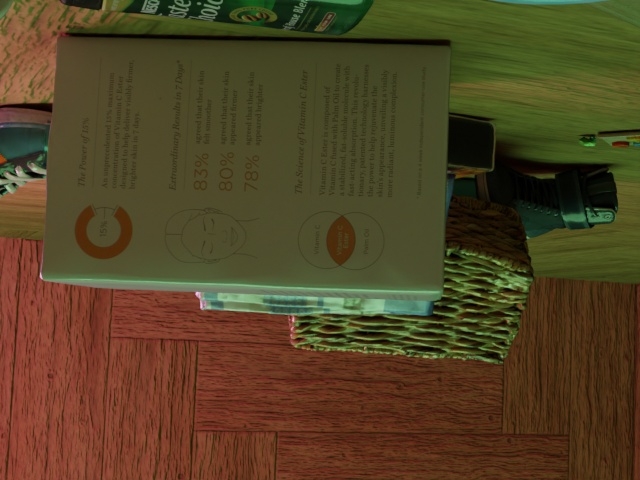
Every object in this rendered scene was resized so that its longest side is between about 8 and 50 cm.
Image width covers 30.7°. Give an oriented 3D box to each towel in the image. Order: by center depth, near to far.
[{"bbox_3d":[0.000,0.000,1.333,0.285,0.209,0.034,3,-145,-3],"label":"towel"}]

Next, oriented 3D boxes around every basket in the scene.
[{"bbox_3d":[0.109,0.004,1.500,0.299,0.223,0.213,4,132,-2],"label":"basket"}]

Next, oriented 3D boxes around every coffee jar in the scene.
[{"bbox_3d":[-0.063,-0.166,0.657,0.184,0.079,0.096,4,174,-12],"label":"coffee jar"}]

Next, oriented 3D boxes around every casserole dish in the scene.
[{"bbox_3d":[0.247,-0.068,1.782,0.188,0.037,0.114,4,175,-12],"label":"casserole dish"}]

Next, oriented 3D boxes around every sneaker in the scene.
[{"bbox_3d":[-0.391,-0.089,1.386,0.302,0.121,0.108,0,174,22],"label":"sneaker"},{"bbox_3d":[0.304,-0.067,1.553,0.163,0.086,0.226,-10,161,26],"label":"sneaker"}]

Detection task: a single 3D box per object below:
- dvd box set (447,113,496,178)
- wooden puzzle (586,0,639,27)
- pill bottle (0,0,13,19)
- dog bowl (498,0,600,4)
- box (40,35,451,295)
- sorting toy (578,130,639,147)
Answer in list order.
[{"bbox_3d":[-0.031,-0.101,1.415,0.307,0.062,0.420,6,174,-26],"label":"dvd box set"},{"bbox_3d":[0.278,-0.168,0.721,0.221,0.044,0.238,-2,168,44],"label":"wooden puzzle"},{"bbox_3d":[-0.254,-0.167,0.807,0.065,0.065,0.116,5,175,-27],"label":"pill bottle"},{"bbox_3d":[0.091,-0.176,0.513,0.165,0.074,0.297,0,175,24],"label":"dog bowl"},{"bbox_3d":[-0.058,-0.059,1.062,0.345,0.215,0.168,2,175,5],"label":"box"},{"bbox_3d":[0.346,-0.115,1.360,0.083,0.012,0.062,-1,174,32],"label":"sorting toy"}]
